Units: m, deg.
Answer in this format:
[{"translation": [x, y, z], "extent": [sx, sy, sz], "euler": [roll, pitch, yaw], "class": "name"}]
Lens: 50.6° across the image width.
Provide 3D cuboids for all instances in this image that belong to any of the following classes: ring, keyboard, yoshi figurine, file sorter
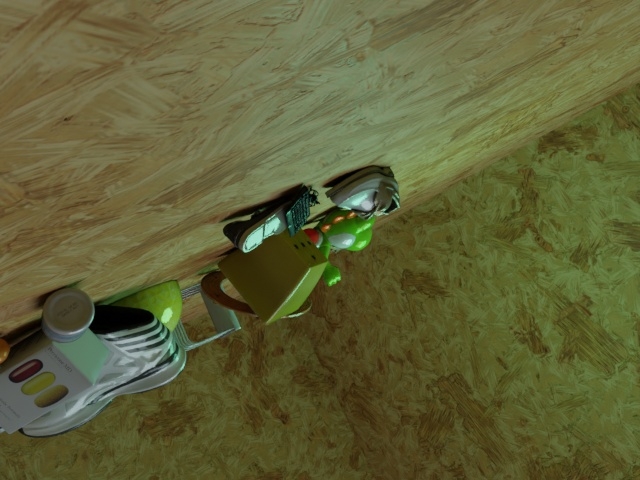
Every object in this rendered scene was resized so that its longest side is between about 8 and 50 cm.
[{"translation": [-0.191, 0.162, 2.016], "extent": [0.336, 0.032, 0.336], "euler": [11, -163, -3], "class": "ring"}, {"translation": [-0.030, -0.061, 1.406], "extent": [0.100, 0.038, 0.192], "euler": [-57, 173, -11], "class": "keyboard"}, {"translation": [0.013, 0.018, 2.036], "extent": [0.362, 0.203, 0.203], "euler": [-29, -169, 10], "class": "yoshi figurine"}, {"translation": [-0.408, 0.252, 2.254], "extent": [0.173, 0.193, 0.277], "euler": [-21, 174, -22], "class": "file sorter"}]

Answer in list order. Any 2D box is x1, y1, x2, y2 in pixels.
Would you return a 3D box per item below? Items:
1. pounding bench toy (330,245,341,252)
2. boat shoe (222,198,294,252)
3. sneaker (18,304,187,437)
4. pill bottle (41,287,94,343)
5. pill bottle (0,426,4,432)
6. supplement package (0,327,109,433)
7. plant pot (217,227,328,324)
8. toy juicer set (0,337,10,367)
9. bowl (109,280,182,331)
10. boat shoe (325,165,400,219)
[{"translation": [0.049, 0.000, 2.834], "extent": [0.065, 0.083, 0.052], "euler": [14, 151, -29], "class": "pounding bench toy"}, {"translation": [-0.117, -0.045, 1.368], "extent": [0.206, 0.065, 0.075], "euler": [-37, 150, -50], "class": "boat shoe"}, {"translation": [-0.580, 0.291, 1.649], "extent": [0.447, 0.257, 0.169], "euler": [-25, -144, -4], "class": "sneaker"}, {"translation": [-0.474, 0.144, 1.261], "extent": [0.087, 0.087, 0.160], "euler": [-24, 175, -28], "class": "pill bottle"}, {"translation": [-0.905, 0.453, 1.910], "extent": [0.301, 0.169, 0.169], "euler": [-25, 176, 0], "class": "pill bottle"}, {"translation": [-0.613, 0.287, 1.483], "extent": [0.244, 0.139, 0.134], "euler": [-31, -158, 13], "class": "supplement package"}, {"translation": [-0.109, 0.070, 1.830], "extent": [0.187, 0.212, 0.212], "euler": [-44, 169, 21], "class": "plant pot"}, {"translation": [-0.718, 0.263, 1.256], "extent": [0.209, 0.089, 0.329], "euler": [-27, 175, 18], "class": "toy juicer set"}, {"translation": [-0.492, 0.239, 1.838], "extent": [0.289, 0.156, 0.289], "euler": [-25, 176, -2], "class": "bowl"}, {"translation": [0.117, -0.106, 1.581], "extent": [0.113, 0.103, 0.302], "euler": [-29, 175, 30], "class": "boat shoe"}]
